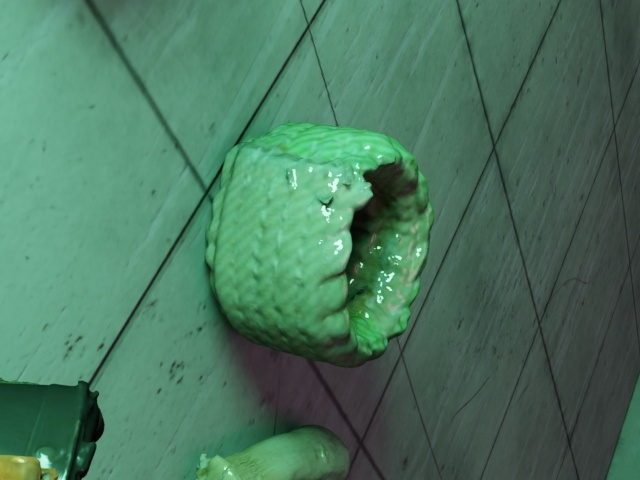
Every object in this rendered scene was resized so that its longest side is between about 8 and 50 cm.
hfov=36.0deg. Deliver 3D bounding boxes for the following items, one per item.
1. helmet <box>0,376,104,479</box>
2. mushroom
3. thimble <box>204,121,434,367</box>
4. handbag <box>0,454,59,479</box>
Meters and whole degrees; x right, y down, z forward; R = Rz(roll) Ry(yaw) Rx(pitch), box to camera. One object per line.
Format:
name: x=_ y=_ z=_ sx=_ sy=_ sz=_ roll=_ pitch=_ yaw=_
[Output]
helmet: x=-0.221 y=0.184 z=0.550 sx=0.279 sy=0.160 sz=0.231 roll=136 pitch=-34 yaw=-62
mushroom: x=-0.041 y=0.232 z=0.982 sx=0.081 sy=0.092 sz=0.223 roll=61 pitch=19 yaw=17
thimble: x=0.000 y=0.000 z=0.900 sx=0.219 sy=0.150 sz=0.219 roll=-32 pitch=128 yaw=-53
handbag: x=-0.239 y=0.289 z=0.365 sx=0.116 sy=0.303 sz=0.410 roll=12 pitch=75 yaw=-66
